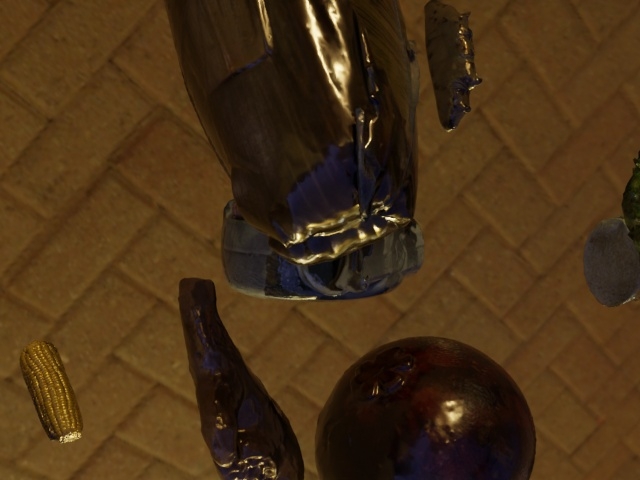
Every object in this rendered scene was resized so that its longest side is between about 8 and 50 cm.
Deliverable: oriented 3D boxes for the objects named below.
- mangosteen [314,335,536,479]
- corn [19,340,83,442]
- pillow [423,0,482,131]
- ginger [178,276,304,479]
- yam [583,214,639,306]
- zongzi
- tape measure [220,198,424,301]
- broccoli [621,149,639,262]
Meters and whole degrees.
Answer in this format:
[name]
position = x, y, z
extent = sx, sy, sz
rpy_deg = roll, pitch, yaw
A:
[mangosteen]
position = 0.157, 0.303, 1.502
extent = 0.306, 0.306, 0.359
rpy_deg = -36, 120, -8
[corn]
position = -0.459, 0.258, 1.844
extent = 0.072, 0.203, 0.072
rpy_deg = -22, 147, -15
[pillow]
position = 0.222, -0.302, 1.793
extent = 0.093, 0.241, 0.051
rpy_deg = -18, 160, 35
[ginger]
position = -0.074, 0.204, 1.132
extent = 0.080, 0.166, 0.333
rpy_deg = -14, 123, 5
[yam]
position = 0.399, 0.003, 1.139
extent = 0.259, 0.093, 0.093
rpy_deg = -9, 125, -27
[zongzi]
position = -0.059, -0.230, 0.887
extent = 0.208, 0.403, 0.432
rpy_deg = -19, 134, 11
[tape measure]
position = 0.000, 0.000, 1.473
extent = 0.256, 0.275, 0.147
rpy_deg = -8, 101, -60
[broccoli]
position = 0.276, -0.046, 0.447
extent = 0.269, 0.269, 0.254
rpy_deg = 11, 91, -39
